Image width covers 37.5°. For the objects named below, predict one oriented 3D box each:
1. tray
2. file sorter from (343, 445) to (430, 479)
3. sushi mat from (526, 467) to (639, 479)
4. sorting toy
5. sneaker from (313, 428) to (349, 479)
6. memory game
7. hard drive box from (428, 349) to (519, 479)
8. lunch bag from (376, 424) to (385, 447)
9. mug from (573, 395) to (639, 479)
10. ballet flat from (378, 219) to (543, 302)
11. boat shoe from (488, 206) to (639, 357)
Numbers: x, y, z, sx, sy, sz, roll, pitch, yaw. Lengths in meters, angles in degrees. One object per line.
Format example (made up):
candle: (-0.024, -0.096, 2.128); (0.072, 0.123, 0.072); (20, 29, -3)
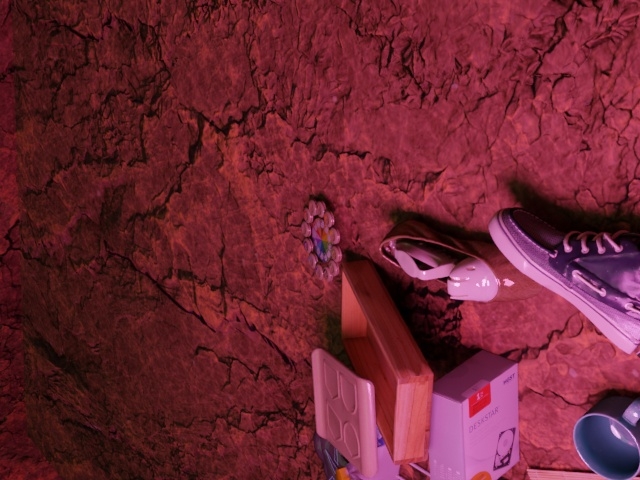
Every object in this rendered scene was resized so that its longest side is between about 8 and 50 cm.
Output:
tray: (0.124, 0.229, 1.874); (0.411, 0.076, 0.203); (-117, 23, -58)
file sorter: (0.169, 0.601, 2.098); (0.173, 0.193, 0.277); (25, 128, 35)
sushi mat: (0.532, 0.498, 1.747); (0.316, 0.019, 0.151); (-12, 100, 51)
sorting toy: (0.057, 0.392, 1.944); (0.229, 0.041, 0.307); (23, 120, 60)
sneaker: (0.063, 0.567, 2.272); (0.106, 0.101, 0.267); (-13, 98, 48)
memory game: (0.000, 0.000, 2.056); (0.186, 0.012, 0.186); (39, 134, 56)
hard drive box: (0.295, 0.358, 1.816); (0.089, 0.181, 0.232); (17, 123, 43)
lunch bag: (0.138, 0.376, 2.019); (0.090, 0.176, 0.219); (56, 144, 5)
mug: (0.521, 0.328, 1.600); (0.158, 0.097, 0.129); (-26, 89, 52)
ballet flat: (0.243, 0.048, 1.749); (0.342, 0.124, 0.116); (25, 128, 40)
boat shoe: (0.440, 0.021, 1.520); (0.340, 0.127, 0.158); (40, 130, 17)
